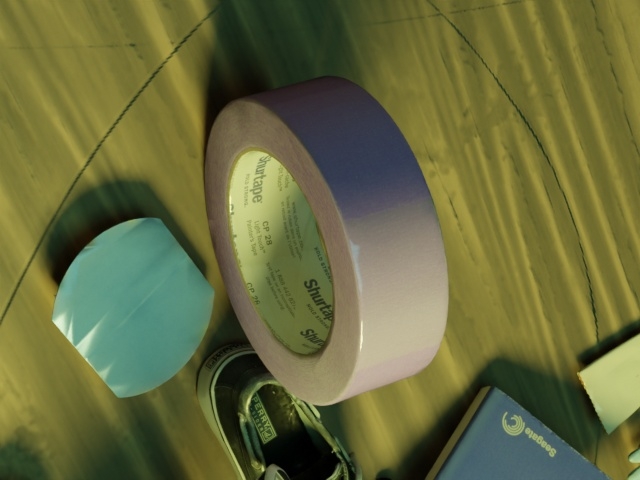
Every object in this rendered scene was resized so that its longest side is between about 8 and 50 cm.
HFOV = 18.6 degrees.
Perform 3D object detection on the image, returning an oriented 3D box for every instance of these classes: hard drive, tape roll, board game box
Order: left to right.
[{"bbox_3d":[-0.173,0.055,1.755,0.133,0.033,0.168,-47,129,-15],"label":"board game box"},{"bbox_3d":[0.000,0.000,1.691,0.090,0.275,0.274,-16,114,-26],"label":"tape roll"},{"bbox_3d":[0.166,0.336,1.962,0.210,0.040,0.318,39,69,-13],"label":"hard drive"}]

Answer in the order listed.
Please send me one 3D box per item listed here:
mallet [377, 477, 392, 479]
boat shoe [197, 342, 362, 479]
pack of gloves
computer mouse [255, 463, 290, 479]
[{"bbox_3d":[0.074,0.334,1.998,0.062,0.039,0.189,-1,103,-31],"label":"mallet"},{"bbox_3d":[-0.011,0.232,1.866,0.113,0.105,0.306,-32,120,-18],"label":"boat shoe"},{"bbox_3d":[0.392,0.158,2.134,0.232,0.046,0.195,-35,109,-20],"label":"pack of gloves"},{"bbox_3d":[-0.050,0.291,1.732,0.042,0.193,0.106,-13,141,18],"label":"computer mouse"}]
